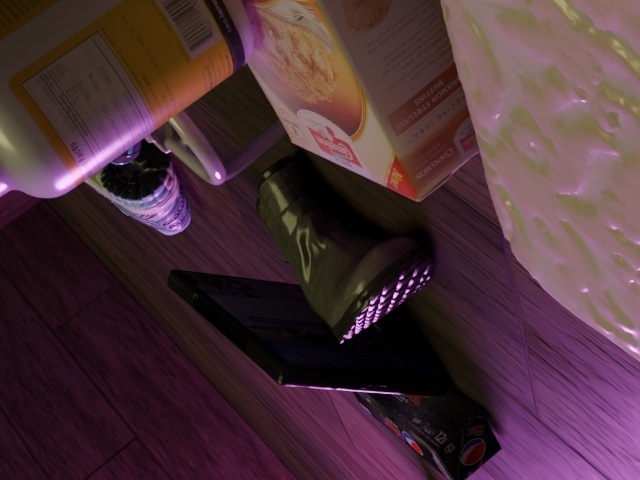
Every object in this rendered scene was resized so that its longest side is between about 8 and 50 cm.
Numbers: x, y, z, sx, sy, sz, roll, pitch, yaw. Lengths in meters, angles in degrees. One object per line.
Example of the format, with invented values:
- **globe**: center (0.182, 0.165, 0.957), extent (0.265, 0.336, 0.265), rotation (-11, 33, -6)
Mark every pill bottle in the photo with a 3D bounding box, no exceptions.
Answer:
- **pill bottle**: center (-0.133, -0.088, 0.582), extent (0.103, 0.184, 0.103), rotation (50, 168, 15)

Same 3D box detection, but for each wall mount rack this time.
- **wall mount rack**: center (-0.148, -0.203, 0.777), extent (0.350, 0.130, 0.304), rotation (41, 167, 37)

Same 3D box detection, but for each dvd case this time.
- **dvd case**: center (-0.019, 0.085, 1.066), extent (0.180, 0.022, 0.253), rotation (8, -167, -33)

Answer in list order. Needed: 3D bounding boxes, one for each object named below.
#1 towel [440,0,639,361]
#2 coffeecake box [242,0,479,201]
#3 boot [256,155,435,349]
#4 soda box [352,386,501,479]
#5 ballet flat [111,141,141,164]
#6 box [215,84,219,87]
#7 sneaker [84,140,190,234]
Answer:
- **towel**: center (0.157, -0.025, 0.379), extent (0.317, 0.053, 0.332), rotation (40, 163, 37)
- **coffeecake box**: center (0.000, -0.126, 0.589), extent (0.142, 0.068, 0.185), rotation (30, 156, 56)
- **boot**: center (0.000, 0.000, 0.910), extent (0.161, 0.083, 0.246), rotation (55, 166, 6)
- **soda box**: center (0.093, 0.160, 1.057), extent (0.169, 0.060, 0.053), rotation (33, 157, 55)
- **ballet flat**: center (-0.280, -0.184, 1.383), extent (0.203, 0.074, 0.074), rotation (52, 168, 24)
- **box**: center (-0.182, -0.218, 1.020), extent (0.225, 0.036, 0.136), rotation (52, 167, -10)
- **sneaker**: center (-0.275, -0.089, 1.511), extent (0.283, 0.110, 0.122), rotation (39, 165, 42)
